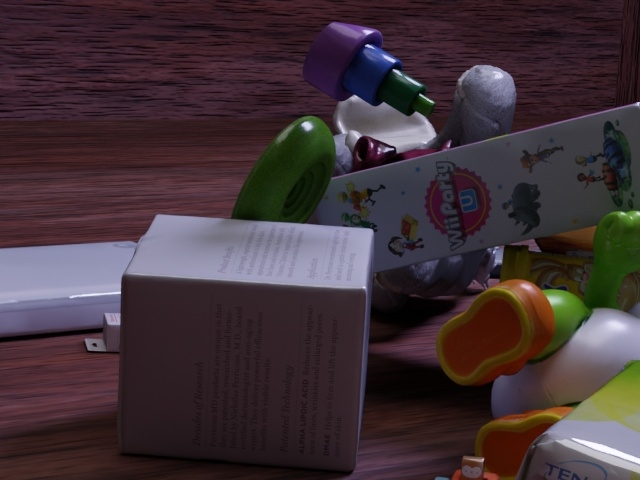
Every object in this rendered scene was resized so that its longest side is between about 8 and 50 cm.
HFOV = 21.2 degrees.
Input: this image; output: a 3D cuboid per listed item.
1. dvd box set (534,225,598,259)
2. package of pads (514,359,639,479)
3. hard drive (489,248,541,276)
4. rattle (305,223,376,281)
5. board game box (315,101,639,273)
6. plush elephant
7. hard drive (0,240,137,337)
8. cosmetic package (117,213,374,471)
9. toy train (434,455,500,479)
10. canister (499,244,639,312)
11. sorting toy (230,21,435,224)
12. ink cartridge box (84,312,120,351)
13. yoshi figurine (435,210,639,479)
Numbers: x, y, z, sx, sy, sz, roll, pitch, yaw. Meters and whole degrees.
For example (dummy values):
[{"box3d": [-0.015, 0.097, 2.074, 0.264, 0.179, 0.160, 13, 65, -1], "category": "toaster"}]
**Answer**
[{"box3d": [0.446, 0.038, 1.713, 0.420, 0.062, 0.307, 8, -14, 19], "category": "dvd box set"}, {"box3d": [0.272, 0.176, 0.982, 0.297, 0.101, 0.229, 19, 15, 22], "category": "package of pads"}, {"box3d": [0.245, 0.029, 2.132, 0.135, 0.022, 0.094, 3, 10, -7], "category": "hard drive"}, {"box3d": [-0.049, 0.059, 1.697, 0.200, 0.142, 0.130, -4, -10, 21], "category": "rattle"}, {"box3d": [0.177, -0.047, 1.528, 0.303, 0.097, 0.224, -14, -1, 25], "category": "board game box"}, {"box3d": [0.064, -0.056, 1.902, 0.255, 0.272, 0.330, 21, -14, 17], "category": "plush elephant"}, {"box3d": [-0.297, 0.049, 1.755, 0.353, 0.047, 0.233, -3, 12, -36], "category": "hard drive"}, {"box3d": [-0.055, 0.076, 1.336, 0.184, 0.151, 0.151, 4, 18, 4], "category": "cosmetic package"}, {"box3d": [0.153, 0.179, 1.177, 0.166, 0.046, 0.125, 6, 11, 16], "category": "toy train"}, {"box3d": [0.247, 0.075, 1.582, 0.170, 0.126, 0.073, 7, 10, 7], "category": "canister"}, {"box3d": [0.000, 0.000, 1.428, 0.126, 0.365, 0.127, 33, 27, 18], "category": "sorting toy"}, {"box3d": [-0.181, 0.087, 1.627, 0.083, 0.028, 0.048, 1, 10, -12], "category": "ink cartridge box"}, {"box3d": [0.277, 0.093, 1.358, 0.362, 0.203, 0.203, -4, 27, -47], "category": "yoshi figurine"}]
